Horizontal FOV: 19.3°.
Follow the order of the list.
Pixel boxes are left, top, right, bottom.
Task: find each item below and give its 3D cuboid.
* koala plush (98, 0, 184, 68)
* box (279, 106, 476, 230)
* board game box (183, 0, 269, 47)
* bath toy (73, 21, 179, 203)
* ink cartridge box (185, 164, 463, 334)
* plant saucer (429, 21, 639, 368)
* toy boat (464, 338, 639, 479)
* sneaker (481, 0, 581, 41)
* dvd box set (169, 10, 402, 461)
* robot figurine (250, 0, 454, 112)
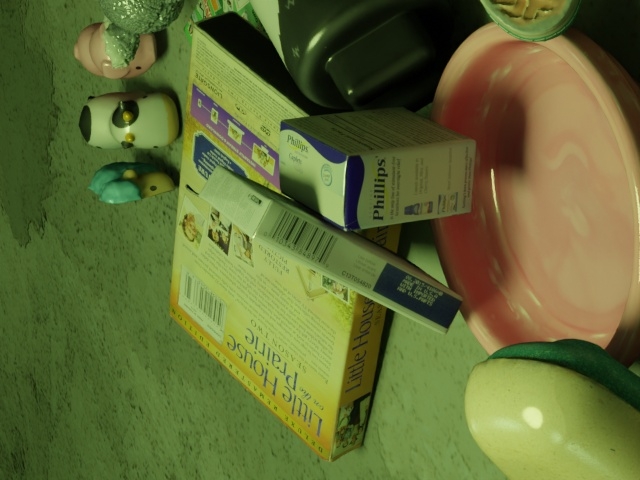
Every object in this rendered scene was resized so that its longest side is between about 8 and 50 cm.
[{"bbox_3d":[-0.224,-0.331,2.232,0.196,0.203,0.221,-42,55,25],"label":"koala plush"},{"bbox_3d":[0.050,-0.067,1.706,0.126,0.137,0.072,31,124,55],"label":"box"},{"bbox_3d":[-0.056,-0.173,2.140,0.317,0.046,0.213,68,150,21],"label":"board game box"},{"bbox_3d":[-0.264,-0.227,2.424,0.151,0.129,0.348,-3,99,28],"label":"bath toy"},{"bbox_3d":[0.000,0.000,1.787,0.045,0.223,0.224,-62,25,2],"label":"ink cartridge box"},{"bbox_3d":[0.212,-0.034,1.655,0.332,0.084,0.332,32,127,55],"label":"plant saucer"},{"bbox_3d":[0.284,0.163,1.504,0.267,0.148,0.318,43,155,-29],"label":"toy boat"},{"bbox_3d":[0.163,-0.285,1.622,0.121,0.108,0.302,48,-157,-60],"label":"sneaker"},{"bbox_3d":[-0.043,0.000,2.073,0.307,0.062,0.420,40,138,34],"label":"dvd box set"},{"bbox_3d":[0.020,-0.240,1.839,0.278,0.173,0.209,62,148,29],"label":"robot figurine"}]
